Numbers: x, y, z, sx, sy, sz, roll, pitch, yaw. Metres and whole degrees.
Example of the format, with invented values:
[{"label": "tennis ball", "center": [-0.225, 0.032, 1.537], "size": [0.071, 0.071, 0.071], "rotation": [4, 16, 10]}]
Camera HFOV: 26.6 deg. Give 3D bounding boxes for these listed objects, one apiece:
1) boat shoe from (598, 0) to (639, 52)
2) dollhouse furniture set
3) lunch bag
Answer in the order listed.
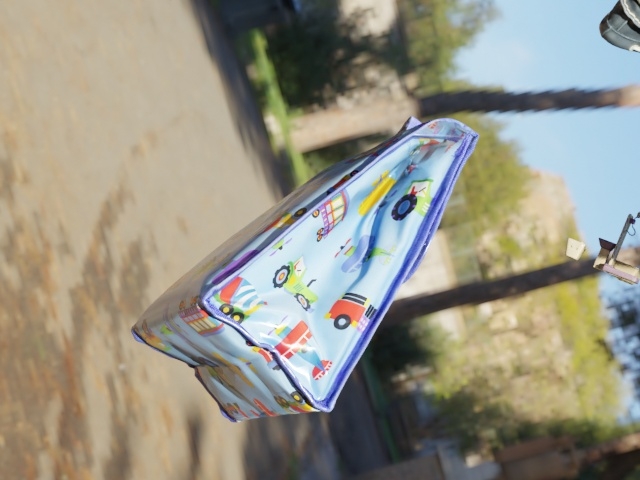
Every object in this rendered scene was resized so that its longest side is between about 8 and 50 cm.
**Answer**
[{"label": "boat shoe", "center": [0.378, -0.216, 1.342], "size": [0.079, 0.254, 0.095], "rotation": [-43, -116, 44]}, {"label": "dollhouse furniture set", "center": [0.352, 0.001, 1.608], "size": [0.081, 0.091, 0.114], "rotation": [-68, 160, 1]}, {"label": "lunch bag", "center": [0.000, 0.000, 1.160], "size": [0.138, 0.293, 0.221], "rotation": [43, -22, -11]}]
